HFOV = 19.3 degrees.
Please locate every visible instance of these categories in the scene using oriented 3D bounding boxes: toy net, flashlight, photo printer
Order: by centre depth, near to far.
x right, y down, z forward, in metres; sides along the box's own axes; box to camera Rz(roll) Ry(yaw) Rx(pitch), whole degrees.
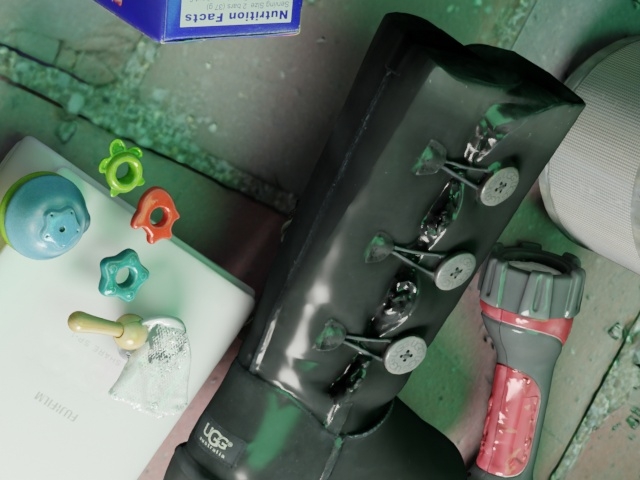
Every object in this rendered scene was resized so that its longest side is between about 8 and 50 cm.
[{"bbox_3d":[-0.153,0.034,1.473,0.122,0.045,0.232,-36,122,-18],"label":"toy net"},{"bbox_3d":[-0.230,0.104,1.543,0.256,0.107,0.307,37,87,-36],"label":"photo printer"},{"bbox_3d":[0.182,0.157,1.830,0.103,0.103,0.304,8,107,-7],"label":"flashlight"}]

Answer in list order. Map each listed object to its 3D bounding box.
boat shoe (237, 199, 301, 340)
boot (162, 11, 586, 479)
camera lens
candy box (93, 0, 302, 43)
[{"bbox_3d":[0.000,0.000,1.681,0.079,0.084,0.233,41,92,2],"label":"boat shoe"},{"bbox_3d":[0.092,0.044,1.631,0.367,0.146,0.445,6,113,-53],"label":"boot"},{"bbox_3d":[0.352,-0.061,1.740,0.219,0.274,0.219,-12,114,-28],"label":"camera lens"},{"bbox_3d":[-0.106,-0.324,1.354,0.122,0.268,0.317,-5,111,-27],"label":"candy box"}]
